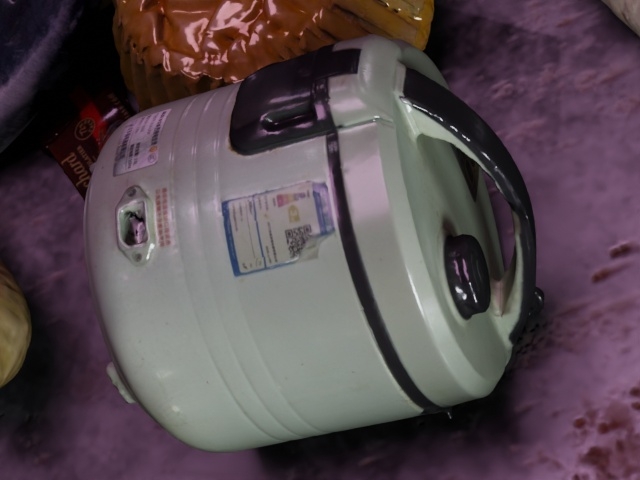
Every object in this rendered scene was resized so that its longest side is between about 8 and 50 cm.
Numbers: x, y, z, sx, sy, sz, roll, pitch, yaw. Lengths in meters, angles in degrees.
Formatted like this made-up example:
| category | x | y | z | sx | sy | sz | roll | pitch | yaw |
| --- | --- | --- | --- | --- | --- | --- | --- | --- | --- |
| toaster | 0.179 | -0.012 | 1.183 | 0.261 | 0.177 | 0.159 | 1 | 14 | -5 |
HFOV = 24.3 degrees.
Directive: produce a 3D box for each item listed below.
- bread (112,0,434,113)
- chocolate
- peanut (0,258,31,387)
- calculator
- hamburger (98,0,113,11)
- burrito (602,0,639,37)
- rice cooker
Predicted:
| category | x | y | z | sx | sy | sz | roll | pitch | yaw |
| --- | --- | --- | --- | --- | --- | --- | --- | --- | --- |
| bread | -0.038 | -0.163 | 0.992 | 0.240 | 0.139 | 0.239 | -4 | 79 | 19 |
| chocolate | -0.146 | -0.053 | 1.063 | 0.086 | 0.028 | 0.182 | -39 | 57 | 5 |
| peanut | -0.281 | 0.032 | 1.016 | 0.122 | 0.137 | 0.253 | -45 | 58 | 0 |
| calculator | -0.250 | -0.172 | 1.075 | 0.177 | 0.040 | 0.268 | 48 | 117 | 12 |
| hamburger | -0.255 | -0.292 | 1.144 | 0.285 | 0.265 | 0.134 | 15 | 28 | 31 |
| burrito | 0.232 | -0.192 | 0.918 | 0.143 | 0.105 | 0.299 | -39 | 57 | 7 |
| rice cooker | 0.000 | 0.000 | 0.856 | 0.244 | 0.226 | 0.226 | -13 | 60 | 21 |
